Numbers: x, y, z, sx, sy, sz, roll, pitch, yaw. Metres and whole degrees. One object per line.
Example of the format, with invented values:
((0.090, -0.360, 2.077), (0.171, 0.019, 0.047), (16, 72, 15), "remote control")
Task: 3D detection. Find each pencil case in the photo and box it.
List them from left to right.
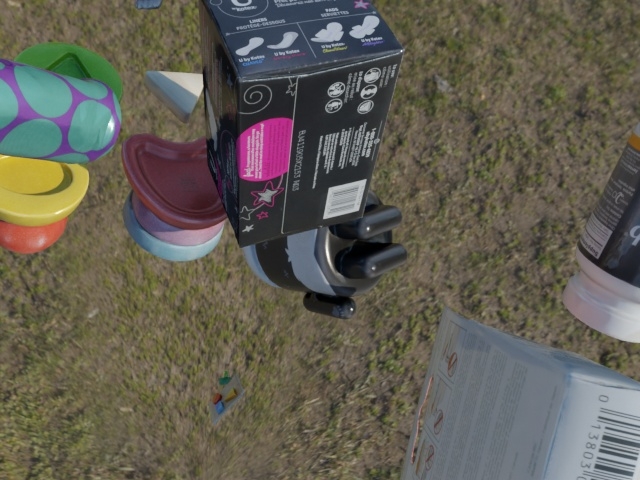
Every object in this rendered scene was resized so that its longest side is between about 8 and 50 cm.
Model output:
((-0.201, -0.086, 0.392), (0.070, 0.151, 0.064), (46, 110, 22), "pencil case")

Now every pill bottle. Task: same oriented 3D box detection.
((0.450, -0.011, 0.866), (0.162, 0.278, 0.162), (14, 24, -6), "pill bottle")

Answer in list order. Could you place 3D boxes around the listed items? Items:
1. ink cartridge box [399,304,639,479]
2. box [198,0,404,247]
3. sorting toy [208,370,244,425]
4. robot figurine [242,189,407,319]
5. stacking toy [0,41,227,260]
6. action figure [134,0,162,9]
((0.181, 0.250, 0.684), (0.091, 0.385, 0.308), (14, 92, -4), "ink cartridge box")
((-0.031, -0.133, 0.672), (0.163, 0.247, 0.142), (-15, 58, -17), "box")
((-0.132, 0.207, 0.857), (0.012, 0.083, 0.062), (41, 88, -20), "sorting toy")
((0.001, -0.002, 0.992), (0.173, 0.278, 0.209), (33, 69, -39), "robot figurine")
((-0.269, -0.099, 0.819), (0.309, 0.130, 0.279), (5, 54, -25), "stacking toy")
((-0.264, -0.405, 0.541), (0.341, 0.330, 0.178), (27, 47, 12), "action figure")
